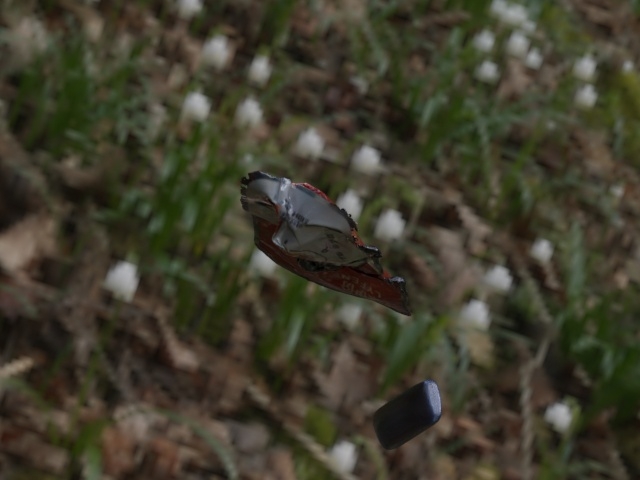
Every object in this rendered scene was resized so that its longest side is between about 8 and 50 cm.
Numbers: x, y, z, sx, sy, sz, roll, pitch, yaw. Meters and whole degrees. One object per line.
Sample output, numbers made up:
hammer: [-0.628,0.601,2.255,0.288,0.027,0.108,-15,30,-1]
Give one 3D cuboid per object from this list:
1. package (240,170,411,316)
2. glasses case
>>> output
package: [0.000,0.000,1.883,0.194,0.071,0.269,34,-6,18]
glasses case: [0.063,0.133,1.402,0.023,0.033,0.083,1,-23,-28]
